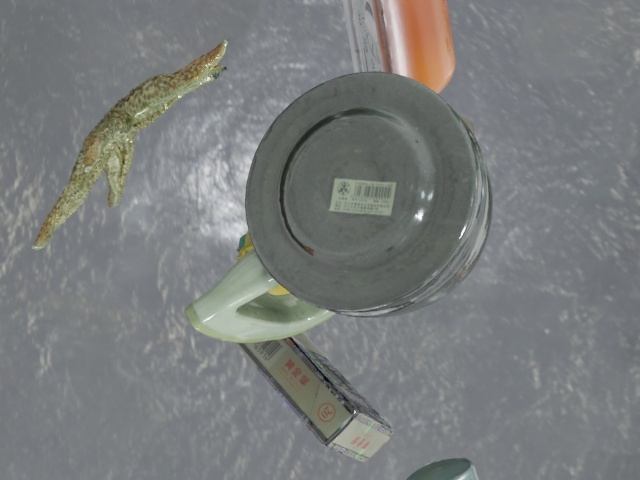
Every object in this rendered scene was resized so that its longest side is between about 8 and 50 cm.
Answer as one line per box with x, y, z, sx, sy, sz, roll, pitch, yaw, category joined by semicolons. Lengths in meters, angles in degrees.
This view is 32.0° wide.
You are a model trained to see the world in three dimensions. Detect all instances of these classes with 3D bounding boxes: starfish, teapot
-0.245;-0.142;1.435;0.078;0.358;0.347;45;96;-1;starfish
0.053;0.008;1.163;0.321;0.240;0.239;-61;154;0;teapot

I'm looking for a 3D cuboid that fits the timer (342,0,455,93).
0.105;-0.327;1.633;0.161;0.250;0.257;-8;106;9;timer

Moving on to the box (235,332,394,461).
-0.024;0.242;1.967;0.084;0.310;0.198;-46;150;2;box

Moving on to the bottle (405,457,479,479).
0.172;0.383;1.230;0.082;0.082;0.286;-19;97;-3;bottle

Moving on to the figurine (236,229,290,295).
0.000;0.000;1.862;0.324;0.340;0.231;-7;95;15;figurine

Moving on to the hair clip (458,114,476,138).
0.147;-0.102;1.596;0.173;0.282;0.113;13;115;24;hair clip
